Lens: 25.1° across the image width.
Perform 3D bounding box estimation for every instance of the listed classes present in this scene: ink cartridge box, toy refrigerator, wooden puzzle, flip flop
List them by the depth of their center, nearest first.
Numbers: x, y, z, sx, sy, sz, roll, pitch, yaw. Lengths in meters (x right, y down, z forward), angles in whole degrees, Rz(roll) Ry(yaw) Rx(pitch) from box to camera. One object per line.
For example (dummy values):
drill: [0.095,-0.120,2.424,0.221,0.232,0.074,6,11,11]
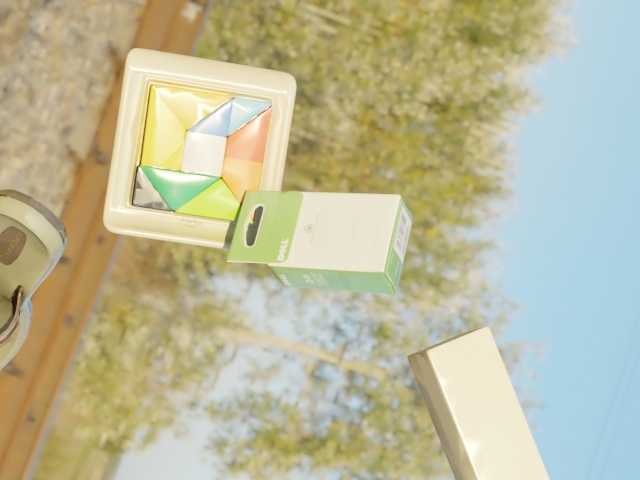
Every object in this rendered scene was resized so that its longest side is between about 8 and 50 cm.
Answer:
flip flop: [-0.313,0.054,1.336,0.277,0.112,0.080,-47,-161,48]
ink cartridge box: [0.000,0.000,1.780,0.062,0.209,0.109,58,41,-55]
wooden puzzle: [-0.152,-0.114,1.826,0.044,0.221,0.238,-176,-86,-79]
toy refrigerator: [0.225,0.266,2.010,0.269,0.102,0.094,68,-19,3]
